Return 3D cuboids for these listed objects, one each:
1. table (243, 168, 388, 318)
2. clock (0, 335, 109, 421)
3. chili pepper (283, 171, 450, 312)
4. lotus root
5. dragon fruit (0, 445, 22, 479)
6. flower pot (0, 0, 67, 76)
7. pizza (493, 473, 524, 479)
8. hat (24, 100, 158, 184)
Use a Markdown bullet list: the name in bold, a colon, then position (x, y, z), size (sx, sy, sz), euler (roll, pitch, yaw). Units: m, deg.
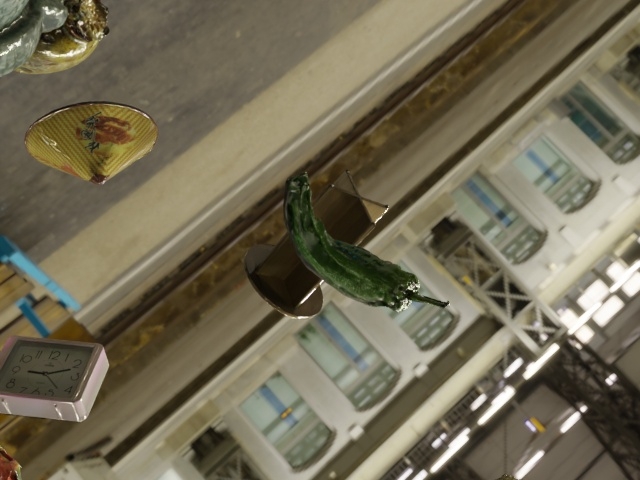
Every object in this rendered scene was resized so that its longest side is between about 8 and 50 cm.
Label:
- **table**: position (0.000, 0.000, 1.240), size (0.226, 0.167, 0.167), euler (-48, 171, 29)
- **clock**: position (-0.528, 0.264, 1.410), size (0.150, 0.197, 0.063), euler (-80, 173, -49)
- **chili pepper**: position (0.053, 0.026, 0.980), size (0.065, 0.279, 0.122), euler (-41, 157, -34)
- **lotus root**: position (-0.424, -0.344, 1.164), size (0.278, 0.154, 0.154), euler (2, -156, 38)
- **dragon fruit**: position (-0.345, 0.251, 0.741), size (0.086, 0.081, 0.116), euler (-69, 154, -53)
- **flower pot**: position (-0.423, -0.314, 0.819), size (0.299, 0.299, 0.283), euler (-34, 171, -49)
- **pizza**: position (0.152, 0.400, 0.746), size (0.086, 0.226, 0.335), euler (-2, 97, -77)
- **hat**: position (-0.329, -0.119, 1.080), size (0.193, 0.082, 0.193), euler (-14, 159, -6)
